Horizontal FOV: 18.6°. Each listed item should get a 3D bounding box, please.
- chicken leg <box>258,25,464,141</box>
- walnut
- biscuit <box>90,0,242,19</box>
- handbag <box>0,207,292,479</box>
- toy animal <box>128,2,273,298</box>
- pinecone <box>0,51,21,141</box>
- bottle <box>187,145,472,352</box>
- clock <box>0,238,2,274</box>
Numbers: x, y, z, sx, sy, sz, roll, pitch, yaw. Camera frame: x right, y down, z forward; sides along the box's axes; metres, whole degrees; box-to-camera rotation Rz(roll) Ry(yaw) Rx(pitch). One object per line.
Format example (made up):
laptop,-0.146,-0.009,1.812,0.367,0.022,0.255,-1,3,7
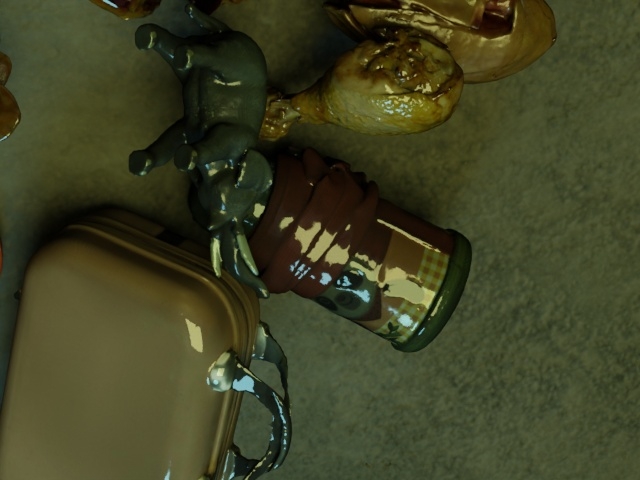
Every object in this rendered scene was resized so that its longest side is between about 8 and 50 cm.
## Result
chicken leg,0.020,-0.129,1.789,0.107,0.251,0.087,43,54,-34
walnut,0.109,-0.218,1.821,0.245,0.137,0.137,16,109,-13
biscuit,-0.104,-0.345,1.721,0.334,0.081,0.289,-37,123,2
handbag,-0.156,0.144,1.844,0.283,0.149,0.302,18,111,15
toy animal,-0.099,-0.077,1.744,0.137,0.082,0.270,-6,92,-51
pinecone,-0.381,-0.142,1.668,0.229,0.202,0.201,-28,151,-1
bottle,0.000,0.000,1.879,0.271,0.143,0.156,27,92,-13
clock,-0.398,0.021,1.823,0.205,0.051,0.205,-6,116,-13
